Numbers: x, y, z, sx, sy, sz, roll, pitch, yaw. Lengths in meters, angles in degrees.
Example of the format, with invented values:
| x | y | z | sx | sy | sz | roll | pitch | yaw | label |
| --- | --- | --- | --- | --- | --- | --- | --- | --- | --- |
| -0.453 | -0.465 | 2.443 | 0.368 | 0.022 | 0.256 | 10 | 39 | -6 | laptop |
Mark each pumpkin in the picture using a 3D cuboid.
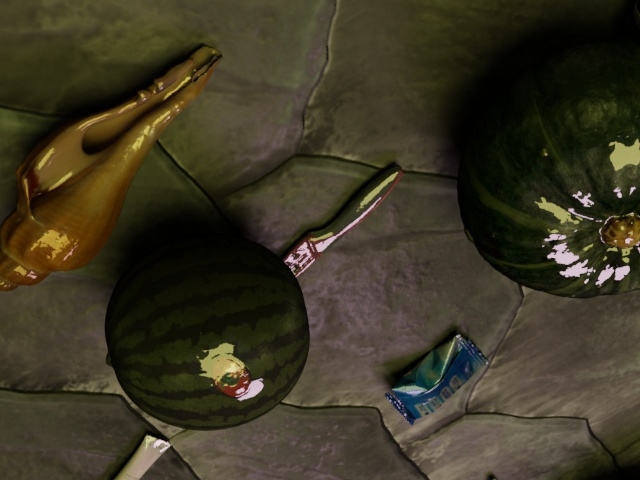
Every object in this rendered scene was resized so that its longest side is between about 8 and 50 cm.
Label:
| x | y | z | sx | sy | sz | roll | pitch | yaw | label |
| --- | --- | --- | --- | --- | --- | --- | --- | --- | --- |
| 0.288 | -0.074 | 0.898 | 0.300 | 0.207 | 0.300 | -4 | 142 | -3 | pumpkin |

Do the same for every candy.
| x | y | z | sx | sy | sz | roll | pitch | yaw | label |
| --- | --- | --- | --- | --- | --- | --- | --- | --- | --- |
| 0.154 | 0.181 | 1.137 | 0.136 | 0.038 | 0.088 | -39 | 128 | 0 | candy |

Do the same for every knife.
| x | y | z | sx | sy | sz | roll | pitch | yaw | label |
| --- | --- | --- | --- | --- | --- | --- | --- | --- | --- |
| 0.000 | 0.000 | 0.985 | 0.247 | 0.018 | 0.035 | -43 | 126 | 15 | knife |

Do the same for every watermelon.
| x | y | z | sx | sy | sz | roll | pitch | yaw | label |
| --- | --- | --- | --- | --- | --- | --- | --- | --- | --- |
| -0.117 | 0.092 | 0.897 | 0.212 | 0.212 | 0.212 | -7 | 124 | -11 | watermelon |

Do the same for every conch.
| x | y | z | sx | sy | sz | roll | pitch | yaw | label |
| --- | --- | --- | --- | --- | --- | --- | --- | --- | --- |
| -0.220 | -0.069 | 0.845 | 0.109 | 0.093 | 0.330 | 42 | 84 | -15 | conch |

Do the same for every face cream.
| x | y | z | sx | sy | sz | roll | pitch | yaw | label |
| --- | --- | --- | --- | --- | --- | --- | --- | --- | --- |
| -0.237 | 0.291 | 1.111 | 0.038 | 0.020 | 0.115 | 31 | 108 | -29 | face cream |

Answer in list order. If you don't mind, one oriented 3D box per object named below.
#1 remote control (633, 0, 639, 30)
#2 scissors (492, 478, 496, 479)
| x | y | z | sx | sy | sz | roll | pitch | yaw | label |
| --- | --- | --- | --- | --- | --- | --- | --- | --- | --- |
| 0.415 | -0.197 | 0.934 | 0.221 | 0.078 | 0.042 | 23 | 133 | -27 | remote control |
| 0.285 | 0.421 | 1.342 | 0.085 | 0.022 | 0.176 | -22 | 129 | 5 | scissors |
